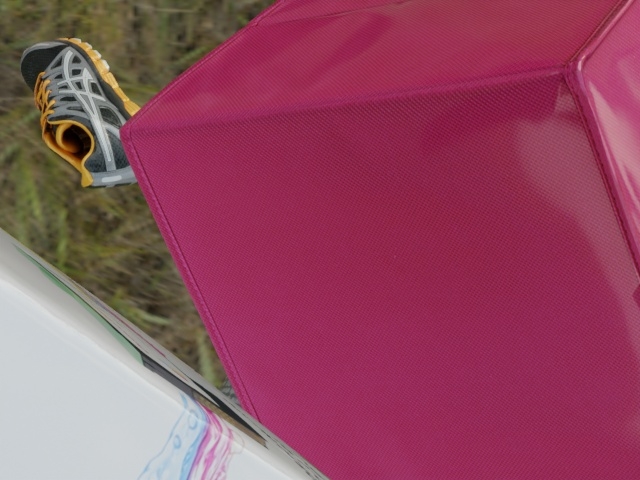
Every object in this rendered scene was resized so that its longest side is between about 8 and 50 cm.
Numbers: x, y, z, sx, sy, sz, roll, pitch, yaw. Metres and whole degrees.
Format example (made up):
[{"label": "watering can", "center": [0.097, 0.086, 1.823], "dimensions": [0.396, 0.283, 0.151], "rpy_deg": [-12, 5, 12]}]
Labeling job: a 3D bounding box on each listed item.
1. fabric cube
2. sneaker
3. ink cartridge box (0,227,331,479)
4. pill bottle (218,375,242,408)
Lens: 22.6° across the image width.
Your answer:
[{"label": "fabric cube", "center": [0.104, -0.022, 0.842], "dimensions": [0.259, 0.258, 0.254], "rpy_deg": [-47, 121, -46]}, {"label": "sneaker", "center": [-0.232, -0.122, 1.511], "dimensions": [0.083, 0.215, 0.084], "rpy_deg": [-21, 136, -32]}, {"label": "ink cartridge box", "center": [-0.105, 0.066, 0.498], "dimensions": [0.117, 0.201, 0.278], "rpy_deg": [-53, 134, -5]}, {"label": "pill bottle", "center": [0.012, 0.165, 1.233], "dimensions": [0.210, 0.210, 0.363], "rpy_deg": [40, 72, -30]}]
